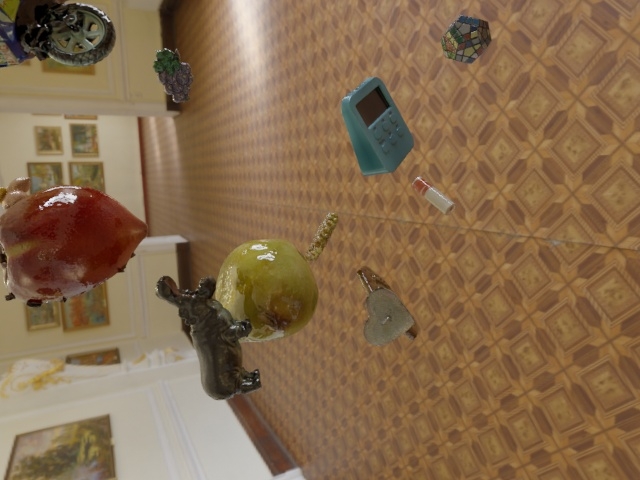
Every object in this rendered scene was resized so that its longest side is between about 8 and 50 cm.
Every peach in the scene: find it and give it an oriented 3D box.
[{"bbox_3d":[-0.600,-0.019,1.124,0.258,0.361,0.201,48,145,29],"label":"peach"},{"bbox_3d":[-0.150,0.145,1.343,0.315,0.281,0.314,-10,67,65],"label":"peach"}]

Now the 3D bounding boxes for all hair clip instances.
[{"bbox_3d":[-0.515,-0.585,1.641,0.052,0.124,0.195,36,158,44],"label":"hair clip"}]

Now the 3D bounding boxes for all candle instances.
[{"bbox_3d":[0.225,0.252,1.522,0.068,0.168,0.192,8,-89,-84],"label":"candle"}]

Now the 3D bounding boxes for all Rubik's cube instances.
[{"bbox_3d":[0.327,-0.453,1.046,0.093,0.111,0.111,2,97,46],"label":"Rubik's cube"}]

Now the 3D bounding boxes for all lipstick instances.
[{"bbox_3d":[0.298,-0.119,1.228,0.131,0.038,0.038,47,137,32],"label":"lipstick"}]

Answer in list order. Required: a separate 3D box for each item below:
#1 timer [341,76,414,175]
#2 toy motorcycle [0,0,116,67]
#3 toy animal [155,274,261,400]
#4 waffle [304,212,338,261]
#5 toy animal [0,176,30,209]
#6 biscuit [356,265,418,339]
[{"bbox_3d":[0.172,-0.345,1.386,0.091,0.232,0.250,-3,124,38],"label":"timer"},{"bbox_3d":[-0.384,-0.302,0.532,0.315,0.169,0.113,49,163,5],"label":"toy motorcycle"},{"bbox_3d":[-0.255,0.216,1.124,0.343,0.168,0.106,65,171,-3],"label":"toy animal"},{"bbox_3d":[-0.001,-0.001,1.893,0.249,0.056,0.253,-60,6,22],"label":"waffle"},{"bbox_3d":[-0.889,-0.126,1.371,0.082,0.114,0.091,35,145,7],"label":"toy animal"},{"bbox_3d":[0.269,0.239,1.840,0.046,0.359,0.359,-41,49,14],"label":"biscuit"}]
